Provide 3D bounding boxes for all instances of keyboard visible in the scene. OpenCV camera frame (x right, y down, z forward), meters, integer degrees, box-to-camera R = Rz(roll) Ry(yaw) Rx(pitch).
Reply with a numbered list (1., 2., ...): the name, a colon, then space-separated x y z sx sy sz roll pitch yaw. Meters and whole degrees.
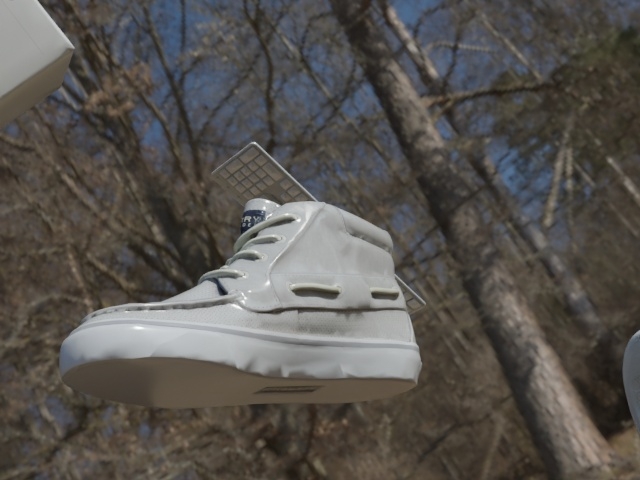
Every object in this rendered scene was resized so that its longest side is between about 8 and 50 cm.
1. keyboard: 0.000 0.000 1.099 0.072 0.256 0.014 -29 26 44

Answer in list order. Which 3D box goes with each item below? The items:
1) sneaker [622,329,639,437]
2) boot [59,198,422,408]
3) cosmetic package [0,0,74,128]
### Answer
1. sneaker: 0.314 0.139 0.600 0.146 0.296 0.105 -27 -31 -37
2. boot: -0.047 0.034 0.663 0.258 0.123 0.095 9 -27 -43
3. cosmetic package: -0.433 -0.133 0.975 0.365 0.197 0.155 -41 8 -17
